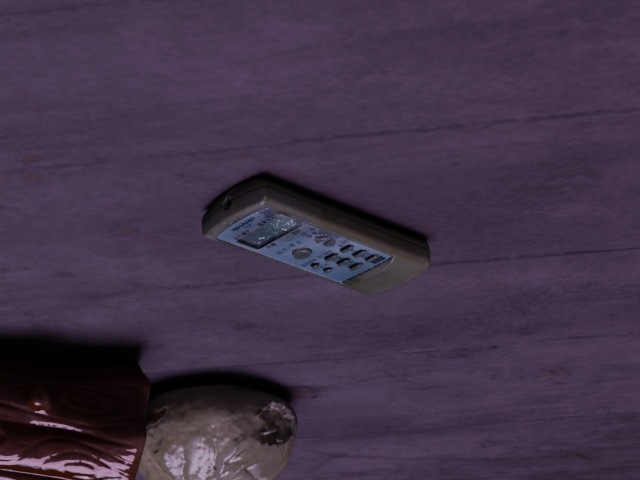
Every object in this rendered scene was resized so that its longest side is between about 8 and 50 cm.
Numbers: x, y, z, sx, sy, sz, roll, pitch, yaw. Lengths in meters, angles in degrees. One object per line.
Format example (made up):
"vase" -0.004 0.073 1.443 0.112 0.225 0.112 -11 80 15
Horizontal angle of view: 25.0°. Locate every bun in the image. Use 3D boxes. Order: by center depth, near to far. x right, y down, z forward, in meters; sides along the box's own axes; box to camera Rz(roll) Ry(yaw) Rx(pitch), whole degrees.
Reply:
"bun" -0.138 0.264 1.811 0.220 0.134 0.220 -2 155 -1

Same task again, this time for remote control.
"remote control" 0.000 0.000 1.418 0.233 0.038 0.098 21 144 -36

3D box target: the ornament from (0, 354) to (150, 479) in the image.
"ornament" -0.331 0.237 1.678 0.218 0.221 0.235 11 177 -16
